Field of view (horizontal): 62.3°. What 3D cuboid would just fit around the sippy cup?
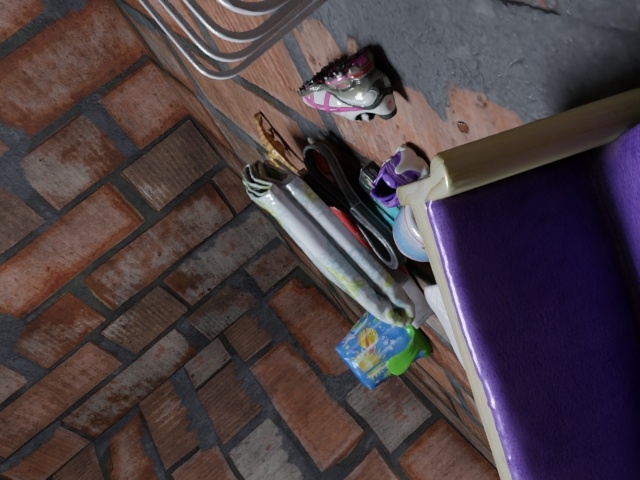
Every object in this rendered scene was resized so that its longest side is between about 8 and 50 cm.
[{"bbox_3d":[0.178,0.320,1.610,0.240,0.224,0.305,46,171,22],"label":"sippy cup"}]

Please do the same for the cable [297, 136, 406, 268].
[{"bbox_3d":[0.058,-0.079,0.925,0.287,0.072,0.139,41,150,25],"label":"cable"}]

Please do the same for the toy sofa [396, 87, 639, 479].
[{"bbox_3d":[0.188,0.097,0.348,0.177,0.150,0.362,-173,65,-84],"label":"toy sofa"}]

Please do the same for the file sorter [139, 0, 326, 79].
[{"bbox_3d":[-0.051,-0.245,0.353,0.173,0.193,0.278,49,173,-14],"label":"file sorter"}]

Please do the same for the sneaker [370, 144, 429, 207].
[{"bbox_3d":[0.096,-0.080,0.745,0.068,0.071,0.170,49,173,9],"label":"sneaker"}]

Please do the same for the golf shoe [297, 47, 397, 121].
[{"bbox_3d":[0.028,-0.179,0.663,0.086,0.067,0.186,51,172,-22],"label":"golf shoe"}]

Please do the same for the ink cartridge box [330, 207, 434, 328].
[{"bbox_3d":[0.114,0.047,1.260,0.261,0.066,0.296,53,171,-33],"label":"ink cartridge box"}]

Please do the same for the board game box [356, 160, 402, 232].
[{"bbox_3d":[0.114,-0.055,0.922,0.126,0.026,0.186,48,172,10],"label":"board game box"}]

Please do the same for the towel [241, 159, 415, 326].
[{"bbox_3d":[0.000,0.000,1.054,0.374,0.090,0.320,46,178,-20],"label":"towel"}]

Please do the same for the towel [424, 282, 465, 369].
[{"bbox_3d":[0.264,0.187,0.694,0.331,0.054,0.317,63,173,4],"label":"towel"}]

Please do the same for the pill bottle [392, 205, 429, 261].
[{"bbox_3d":[0.144,-0.019,0.704,0.087,0.087,0.160,49,172,8],"label":"pill bottle"}]

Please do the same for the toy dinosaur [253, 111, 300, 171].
[{"bbox_3d":[-0.102,-0.207,1.266,0.211,0.064,0.112,49,171,4],"label":"toy dinosaur"}]
